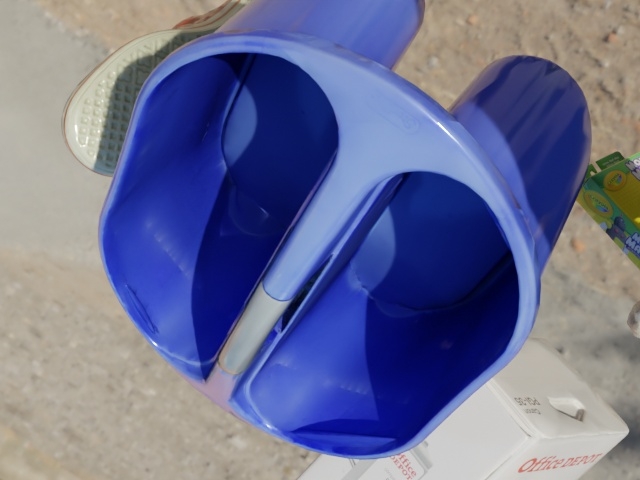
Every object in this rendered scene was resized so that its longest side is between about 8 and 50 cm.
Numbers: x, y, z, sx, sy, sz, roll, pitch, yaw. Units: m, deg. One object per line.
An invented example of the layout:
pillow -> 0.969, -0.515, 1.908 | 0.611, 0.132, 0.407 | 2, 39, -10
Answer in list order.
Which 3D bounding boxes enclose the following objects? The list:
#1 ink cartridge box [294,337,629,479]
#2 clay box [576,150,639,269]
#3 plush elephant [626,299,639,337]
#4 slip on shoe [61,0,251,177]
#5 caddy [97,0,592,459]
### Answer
ink cartridge box -> 0.093, 0.210, 0.906 | 0.207, 0.283, 0.117 | 12, -146, -54
clay box -> 0.434, -0.033, 1.407 | 0.222, 0.127, 0.053 | 52, 146, 20
plush elephant -> 0.445, 0.093, 0.979 | 0.255, 0.272, 0.330 | 45, -174, -35
slip on shoe -> -0.124, -0.152, 1.017 | 0.101, 0.331, 0.123 | -13, 113, 41
caddy -> 0.000, 0.000, 0.632 | 0.241, 0.179, 0.341 | 36, 143, 3
